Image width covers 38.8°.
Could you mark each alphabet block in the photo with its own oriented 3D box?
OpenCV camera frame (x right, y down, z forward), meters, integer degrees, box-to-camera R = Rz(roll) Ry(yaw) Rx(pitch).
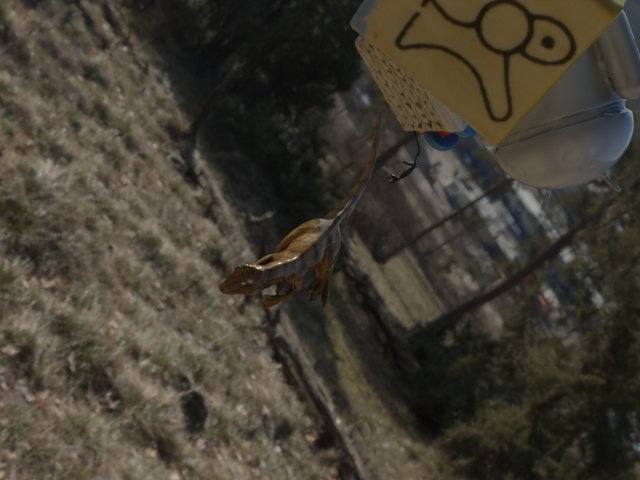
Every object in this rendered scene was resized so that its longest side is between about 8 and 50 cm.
[{"bbox_3d":[0.181,-0.251,0.929,0.197,0.192,0.193,40,39,-1],"label":"alphabet block"}]

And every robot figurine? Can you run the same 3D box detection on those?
[{"bbox_3d":[0.325,-0.226,1.300,0.199,0.300,0.354,-16,91,-33],"label":"robot figurine"}]

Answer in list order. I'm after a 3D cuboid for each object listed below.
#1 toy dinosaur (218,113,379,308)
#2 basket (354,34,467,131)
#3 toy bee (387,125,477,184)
[{"bbox_3d":[0.000,0.000,0.749,0.064,0.112,0.211,36,50,9],"label":"toy dinosaur"},{"bbox_3d":[0.136,-0.234,1.203,0.167,0.103,0.113,55,54,-28],"label":"basket"},{"bbox_3d":[0.205,-0.235,1.540,0.298,0.195,0.162,-32,94,-51],"label":"toy bee"}]
